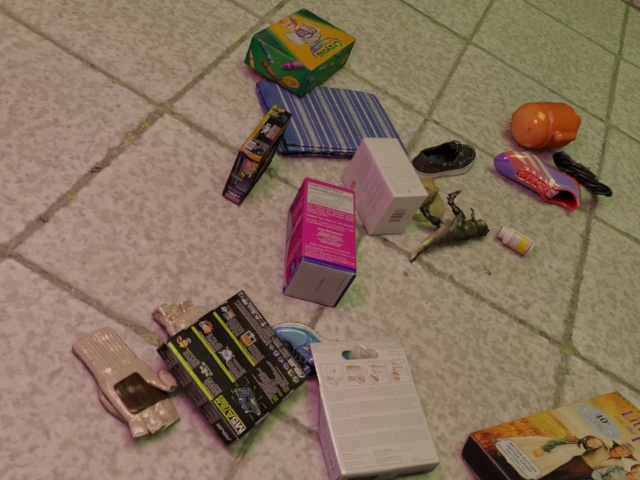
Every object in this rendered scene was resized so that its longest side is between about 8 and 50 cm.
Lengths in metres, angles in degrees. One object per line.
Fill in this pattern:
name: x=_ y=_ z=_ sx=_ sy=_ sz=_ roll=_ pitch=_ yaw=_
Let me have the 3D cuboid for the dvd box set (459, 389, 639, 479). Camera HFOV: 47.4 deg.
dvd box set: x=0.498 y=0.417 z=1.269 sx=0.421 sy=0.062 sz=0.307 roll=-5 pitch=35 yaw=-30

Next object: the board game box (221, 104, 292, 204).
board game box: x=-0.127 y=-0.174 z=1.474 sx=0.048 sy=0.141 sz=0.170 roll=29 pitch=45 yaw=0

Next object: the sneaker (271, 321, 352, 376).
sneaker: x=-0.023 y=0.196 z=1.262 sx=0.162 sy=0.063 sz=0.073 roll=22 pitch=50 yaw=-7

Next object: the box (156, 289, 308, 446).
box: x=-0.136 y=0.200 z=1.172 sx=0.190 sy=0.045 sz=0.184 roll=52 pitch=47 yaw=3

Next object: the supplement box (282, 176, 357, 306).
supplement box: x=0.000 y=0.000 z=1.409 sx=0.114 sy=0.111 sz=0.220 roll=16 pitch=46 yaw=-14

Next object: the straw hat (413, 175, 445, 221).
straw hat: x=0.235 y=-0.113 z=1.665 sx=0.145 sy=0.061 sz=0.144 roll=14 pitch=47 yaw=-16

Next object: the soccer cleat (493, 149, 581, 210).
soccer cleat: x=0.556 y=-0.153 z=1.852 sx=0.248 sy=0.083 sz=0.095 roll=22 pitch=43 yaw=-13

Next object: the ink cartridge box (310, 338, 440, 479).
ink cartridge box: x=0.082 y=0.286 z=1.237 sx=0.189 sy=0.066 sz=0.232 roll=1 pitch=51 yaw=-25

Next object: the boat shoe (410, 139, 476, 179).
boat shoe: x=0.309 y=-0.208 z=1.774 sx=0.229 sy=0.076 sz=0.080 roll=-14 pitch=60 yaw=-35

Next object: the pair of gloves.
pair of gloves: x=-0.244 y=0.193 z=1.165 sx=0.240 sy=0.042 sz=0.204 roll=-20 pitch=63 yaw=-39

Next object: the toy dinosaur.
toy dinosaur: x=0.282 y=-0.041 z=1.615 sx=0.268 sy=0.064 sz=0.118 roll=-17 pitch=84 yaw=-35

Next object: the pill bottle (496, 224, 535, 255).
pill bottle: x=0.453 y=-0.002 z=1.691 sx=0.083 sy=0.043 sz=0.043 roll=31 pitch=45 yaw=1

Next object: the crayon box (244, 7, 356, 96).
crayon box: x=-0.045 y=-0.467 z=1.793 sx=0.165 sy=0.081 sz=0.278 roll=32 pitch=39 yaw=7

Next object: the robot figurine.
robot figurine: x=0.609 y=-0.314 z=1.988 sx=0.219 sy=0.128 sz=0.158 roll=-5 pitch=70 yaw=-32

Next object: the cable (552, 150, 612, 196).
cable: x=0.686 y=-0.172 z=1.925 sx=0.184 sy=0.047 sz=0.150 roll=34 pitch=20 yaw=-15

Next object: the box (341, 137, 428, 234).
box: x=0.135 y=-0.118 z=1.568 sx=0.091 sy=0.130 sz=0.170 roll=-4 pitch=54 yaw=-29

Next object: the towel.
towel: x=0.025 y=-0.281 z=1.729 sx=0.336 sy=0.040 sz=0.243 roll=0 pitch=50 yaw=-29
